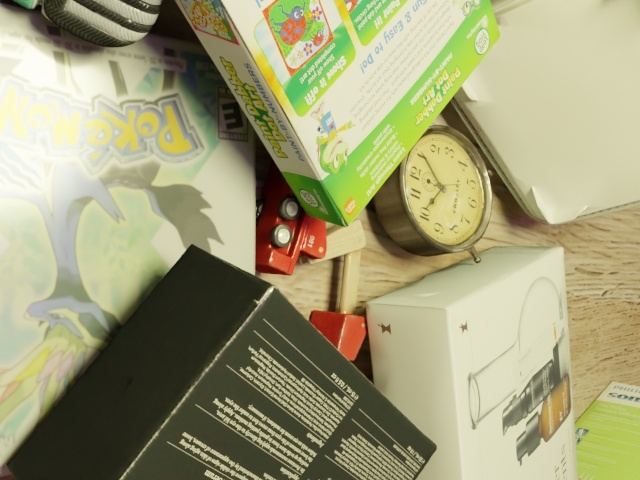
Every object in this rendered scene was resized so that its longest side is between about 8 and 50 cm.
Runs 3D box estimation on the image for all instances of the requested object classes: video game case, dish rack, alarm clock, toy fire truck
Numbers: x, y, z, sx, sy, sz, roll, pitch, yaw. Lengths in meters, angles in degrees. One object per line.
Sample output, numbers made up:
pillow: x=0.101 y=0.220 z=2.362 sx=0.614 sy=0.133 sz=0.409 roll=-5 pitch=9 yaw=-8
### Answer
video game case: x=-0.184 y=0.000 z=0.434 sx=0.329 sy=0.036 sz=0.299 roll=-1 pitch=93 yaw=-41
dish rack: x=0.282 y=-0.140 z=0.670 sx=0.333 sy=0.286 sz=0.072 roll=47 pitch=45 yaw=-31
alarm clock: x=0.098 y=-0.056 z=0.658 sx=0.192 sy=0.064 sz=0.129 roll=24 pitch=69 yaw=-34
toy fire truck: x=0.000 y=0.000 z=0.588 sx=0.135 sy=0.047 sz=0.192 roll=27 pitch=73 yaw=-39

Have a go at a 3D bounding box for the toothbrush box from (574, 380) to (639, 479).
toothbrush box: x=0.442 y=0.326 z=0.880 sx=0.283 sy=0.206 sz=0.122 roll=-29 pitch=110 yaw=-37

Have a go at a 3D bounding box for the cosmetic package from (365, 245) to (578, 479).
cosmetic package: x=0.180 y=0.214 z=0.695 sx=0.284 sy=0.098 sz=0.377 roll=-16 pitch=102 yaw=-47

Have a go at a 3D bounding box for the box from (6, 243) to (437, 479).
box: x=-0.048 y=0.156 z=0.471 sx=0.184 sy=0.103 sz=0.261 roll=-54 pitch=133 yaw=-15

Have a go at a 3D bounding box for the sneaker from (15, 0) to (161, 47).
sneaker: x=-0.204 y=-0.200 z=0.403 sx=0.224 sy=0.098 sz=0.083 roll=30 pitch=115 yaw=-22

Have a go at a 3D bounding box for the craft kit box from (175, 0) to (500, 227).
craft kit box: x=0.029 y=-0.182 z=0.492 sx=0.250 sy=0.061 sz=0.246 roll=-50 pitch=131 yaw=-21
